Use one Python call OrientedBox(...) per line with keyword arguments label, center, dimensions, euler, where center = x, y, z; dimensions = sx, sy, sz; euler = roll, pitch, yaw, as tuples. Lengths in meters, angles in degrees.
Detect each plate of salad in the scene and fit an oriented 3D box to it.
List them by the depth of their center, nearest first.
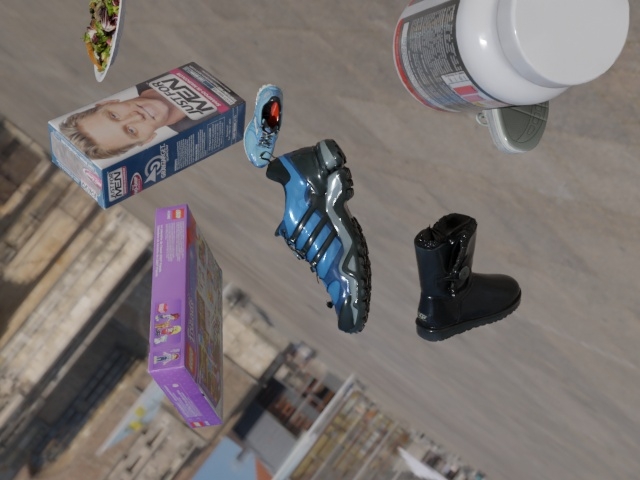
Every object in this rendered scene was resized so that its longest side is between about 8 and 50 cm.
OrientedBox(label="plate of salad", center=(-0.365, -0.366, 1.473), dimensions=(0.048, 0.199, 0.200), euler=(8, -174, -24))

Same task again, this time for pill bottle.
OrientedBox(label="pill bottle", center=(0.262, -0.296, 1.275), dimensions=(0.210, 0.210, 0.363), euler=(40, 174, -17))

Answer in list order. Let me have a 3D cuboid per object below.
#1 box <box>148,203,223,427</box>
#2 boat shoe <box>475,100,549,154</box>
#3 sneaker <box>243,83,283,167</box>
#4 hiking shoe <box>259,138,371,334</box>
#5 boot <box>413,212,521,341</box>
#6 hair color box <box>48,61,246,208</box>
OrientedBox(label="box", center=(-0.206, 0.118, 1.381), dimensions=(0.201, 0.057, 0.293), euler=(72, -170, -53))
OrientedBox(label="boat shoe", center=(0.347, -0.288, 1.666), dimensions=(0.118, 0.320, 0.103), euler=(8, 149, -20))
OrientedBox(label="sneaker", center=(-0.107, -0.211, 1.663), dimensions=(0.063, 0.162, 0.073), euler=(5, -154, -13))
OrientedBox(label="hiking shoe", center=(0.000, 0.000, 1.367), dimensions=(0.113, 0.132, 0.304), euler=(4, -105, -80))
OrientedBox(label="boot", center=(0.267, 0.049, 1.560), dimensions=(0.094, 0.246, 0.207), euler=(34, 134, 47))
OrientedBox(label="hair color box", center=(-0.330, -0.214, 1.718), dimensions=(0.174, 0.347, 0.105), euler=(39, 142, 26))
